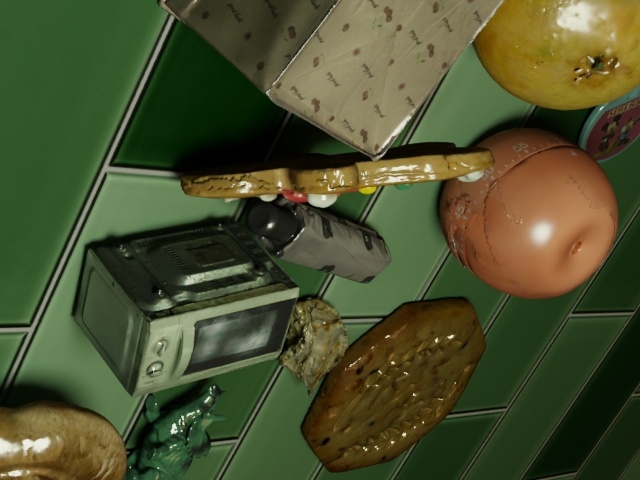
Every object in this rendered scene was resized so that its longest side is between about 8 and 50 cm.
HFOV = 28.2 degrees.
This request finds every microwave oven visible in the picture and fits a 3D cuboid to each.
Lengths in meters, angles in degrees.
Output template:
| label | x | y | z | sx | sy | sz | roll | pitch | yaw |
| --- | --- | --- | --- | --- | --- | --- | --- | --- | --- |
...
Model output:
| label | x | y | z | sx | sy | sz | roll | pitch | yaw |
| --- | --- | --- | --- | --- | --- | --- | --- | --- | --- |
| microwave oven | -0.153 | 0.068 | 1.461 | 0.205 | 0.163 | 0.129 | -12 | 135 | -38 |

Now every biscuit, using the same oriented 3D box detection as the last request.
| label | x | y | z | sx | sy | sz | roll | pitch | yaw |
| --- | --- | --- | --- | --- | --- | --- | --- | --- | --- |
| biscuit | 0.012 | -0.071 | 1.445 | 0.340 | 0.216 | 0.047 | -8 | 98 | -14 |
| biscuit | 0.123 | 0.234 | 2.012 | 0.359 | 0.046 | 0.359 | -26 | 142 | -23 |

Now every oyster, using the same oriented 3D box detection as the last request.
| label | x | y | z | sx | sy | sz | roll | pitch | yaw |
| --- | --- | --- | --- | --- | --- | --- | --- | --- | --- |
| oyster | -0.011 | 0.142 | 1.774 | 0.105 | 0.056 | 0.177 | -48 | 147 | -15 |

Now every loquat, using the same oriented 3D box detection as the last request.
| label | x | y | z | sx | sy | sz | roll | pitch | yaw |
| --- | --- | --- | --- | --- | --- | --- | --- | --- | --- |
| loquat | 0.291 | -0.283 | 1.492 | 0.263 | 0.263 | 0.263 | -26 | 141 | -23 |

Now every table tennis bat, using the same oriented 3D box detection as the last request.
| label | x | y | z | sx | sy | sz | roll | pitch | yaw |
| --- | --- | --- | --- | --- | --- | --- | --- | --- | --- |
| table tennis bat | 0.454 | -0.210 | 1.894 | 0.153 | 0.040 | 0.244 | -23 | 144 | -26 |

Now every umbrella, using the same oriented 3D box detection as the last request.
| label | x | y | z | sx | sy | sz | roll | pitch | yaw |
| --- | --- | --- | --- | --- | --- | --- | --- | --- | --- |
| umbrella | 0.000 | 0.000 | 1.582 | 0.073 | 0.067 | 0.337 | -54 | 155 | 9 |

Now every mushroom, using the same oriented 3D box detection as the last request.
| label | x | y | z | sx | sy | sz | roll | pitch | yaw |
| --- | --- | --- | --- | --- | --- | --- | --- | --- | --- |
| mushroom | -0.361 | 0.272 | 1.474 | 0.278 | 0.146 | 0.278 | -11 | 144 | -8 |

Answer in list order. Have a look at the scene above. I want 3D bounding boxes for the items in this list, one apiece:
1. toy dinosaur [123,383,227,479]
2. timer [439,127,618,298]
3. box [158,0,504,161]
| label | x | y | z | sx | sy | sz | roll | pitch | yaw |
| --- | --- | --- | --- | --- | --- | --- | --- | --- | --- |
| toy dinosaur | -0.236 | 0.296 | 1.692 | 0.292 | 0.079 | 0.120 | -40 | 143 | 1 |
| timer | 0.284 | -0.038 | 1.749 | 0.230 | 0.215 | 0.229 | -24 | 134 | -28 |
| box | 0.037 | -0.267 | 1.286 | 0.297 | 0.190 | 0.225 | -51 | 146 | 10 |
